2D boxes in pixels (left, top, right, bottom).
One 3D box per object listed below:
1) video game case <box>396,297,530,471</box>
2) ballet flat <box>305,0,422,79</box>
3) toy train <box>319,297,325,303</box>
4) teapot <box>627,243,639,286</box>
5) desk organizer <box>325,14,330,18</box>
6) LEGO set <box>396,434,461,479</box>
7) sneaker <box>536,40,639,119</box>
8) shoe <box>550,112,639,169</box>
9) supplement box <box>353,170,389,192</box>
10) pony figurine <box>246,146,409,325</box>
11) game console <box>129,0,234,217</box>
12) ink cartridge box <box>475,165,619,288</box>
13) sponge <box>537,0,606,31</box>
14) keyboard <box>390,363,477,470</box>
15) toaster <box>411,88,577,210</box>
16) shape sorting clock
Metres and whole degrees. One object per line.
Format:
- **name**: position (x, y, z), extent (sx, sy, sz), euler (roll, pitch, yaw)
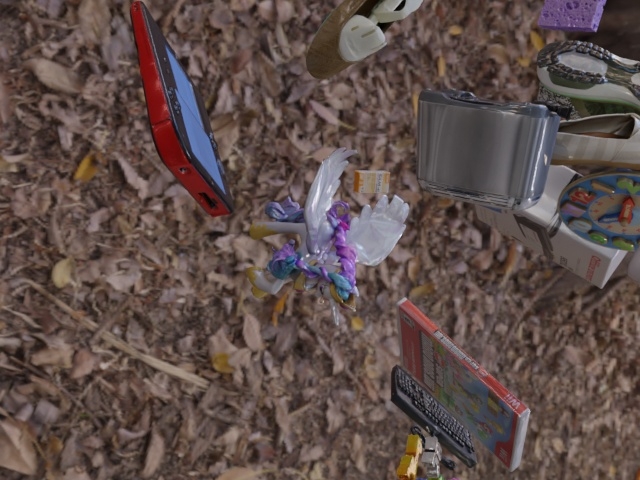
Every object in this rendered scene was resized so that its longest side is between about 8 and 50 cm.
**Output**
- **video game case**: position (0.234, 0.245, 1.247), extent (0.025, 0.285, 0.204), euler (-34, 143, -19)
- **ballet flat**: position (0.115, -0.445, 1.443), extent (0.342, 0.124, 0.116), euler (-45, 133, -5)
- **toy train**: position (0.019, 0.113, 2.020), extent (0.125, 0.166, 0.046), euler (-28, 113, -20)
- **teapot**: position (0.533, 0.035, 0.921), extent (0.187, 0.252, 0.256), euler (-55, 169, 11)
- **desk organizer**: position (0.060, -0.589, 2.050), extent (0.047, 0.130, 0.050), euler (-20, 131, -12)
- **LEGO set**: position (0.191, 0.407, 1.313), extent (0.227, 0.087, 0.093), euler (65, 31, -42)
- **sneaker**: position (0.643, -0.281, 1.552), extent (0.158, 0.410, 0.182), euler (-55, 162, -28)
- **shoe**: position (0.422, -0.144, 1.044), extent (0.076, 0.219, 0.058), euler (-82, 167, -46)
- **supplement box**: position (0.149, -0.171, 2.128), extent (0.098, 0.036, 0.062), euler (-2, 105, -21)
- **pony figurine**: position (0.000, 0.000, 1.622), extent (0.303, 0.363, 0.351), euler (33, 74, -39)
- **game console**: position (-0.274, -0.248, 1.496), extent (0.386, 0.060, 0.342), euler (65, 11, -70)
- **ink cartridge box**: position (0.609, -0.070, 1.902), extent (0.166, 0.395, 0.285), euler (-55, 157, -6)
- **sponge**: position (0.515, -0.517, 1.436), extent (0.031, 0.117, 0.210), euler (12, 96, -48)
- **keyboard**: position (0.275, 0.445, 1.749), extent (0.317, 0.033, 0.201), euler (42, 30, -23)
- **toaster**: position (0.237, -0.130, 1.025), extent (0.129, 0.227, 0.146), euler (-20, 119, -56)
- **shape sorting clock**: position (0.472, -0.039, 1.128), extent (0.206, 0.206, 0.040), euler (49, 55, -38)
